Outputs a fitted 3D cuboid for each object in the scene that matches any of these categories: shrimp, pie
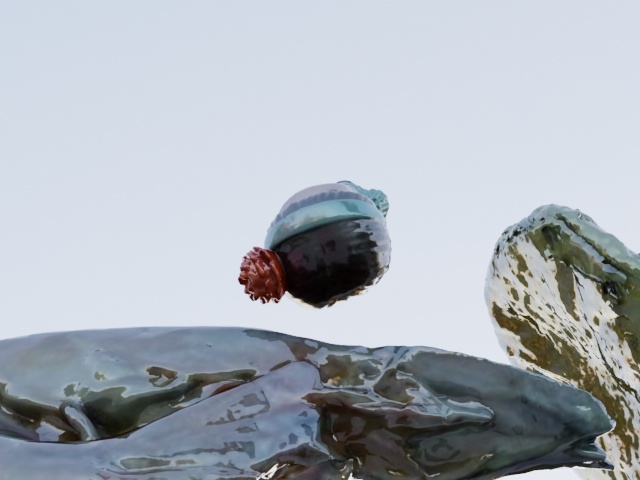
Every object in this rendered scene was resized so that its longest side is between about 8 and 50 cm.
[{"bbox_3d":[-0.054,0.075,0.608,0.317,0.164,0.062,0,-74,8],"label":"shrimp"},{"bbox_3d":[0.214,0.100,1.202,0.071,0.306,0.306,-29,-50,-18],"label":"pie"}]

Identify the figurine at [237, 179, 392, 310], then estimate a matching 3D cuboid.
[{"bbox_3d":[0.000,0.000,0.688,0.060,0.106,0.047,-17,-83,7],"label":"figurine"}]
